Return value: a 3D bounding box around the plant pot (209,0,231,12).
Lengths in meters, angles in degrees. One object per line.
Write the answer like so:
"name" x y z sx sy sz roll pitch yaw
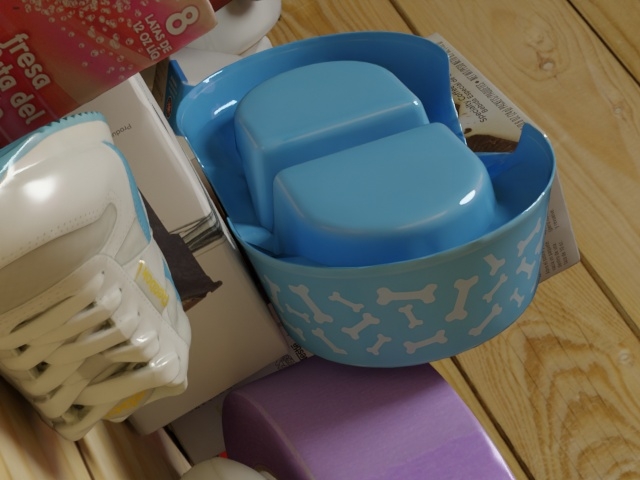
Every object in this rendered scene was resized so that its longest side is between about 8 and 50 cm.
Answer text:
"plant pot" -0.182 -0.262 1.081 0.272 0.265 0.272 59 -2 4

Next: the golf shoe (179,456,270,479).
"golf shoe" -0.025 0.155 0.556 0.186 0.067 0.086 57 -3 47

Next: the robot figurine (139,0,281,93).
"robot figurine" -0.167 -0.294 1.314 0.300 0.200 0.353 -2 -57 38

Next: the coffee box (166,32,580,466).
"coffee box" 0.000 0.000 0.886 0.168 0.297 0.119 55 -9 51

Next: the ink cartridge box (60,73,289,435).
"ink cartridge box" -0.125 -0.038 0.698 0.237 0.100 0.172 63 -3 -37

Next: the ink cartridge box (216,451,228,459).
"ink cartridge box" -0.025 0.103 1.106 0.275 0.060 0.239 65 24 -66

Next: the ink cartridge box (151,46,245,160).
"ink cartridge box" -0.112 -0.056 1.154 0.148 0.086 0.203 -125 -135 -64

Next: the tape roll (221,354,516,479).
"tape roll" 0.042 0.192 0.705 0.275 0.090 0.275 58 -19 32

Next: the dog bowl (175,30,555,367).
"dog bowl" 0.021 -0.031 0.721 0.297 0.166 0.074 -124 -162 -59

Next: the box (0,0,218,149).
"box" -0.172 -0.181 0.449 0.154 0.142 0.300 56 -4 40

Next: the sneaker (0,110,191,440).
"sneaker" -0.090 0.020 0.470 0.092 0.087 0.229 61 0 8
